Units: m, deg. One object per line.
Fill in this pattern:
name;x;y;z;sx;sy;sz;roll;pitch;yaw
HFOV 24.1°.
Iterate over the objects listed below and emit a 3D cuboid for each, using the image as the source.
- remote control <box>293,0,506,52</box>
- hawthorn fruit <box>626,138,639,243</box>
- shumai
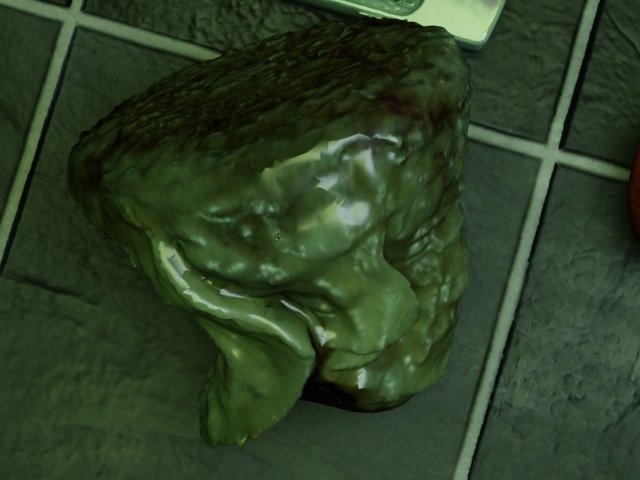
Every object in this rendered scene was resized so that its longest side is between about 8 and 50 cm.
remote control;0.024;-0.298;1.488;0.344;0.050;0.145;15;84;2
hawthorn fruit;0.384;-0.073;1.399;0.196;0.196;0.225;4;69;1
shumai;0.000;0.000;1.352;0.395;0.395;0.348;-26;110;-2
